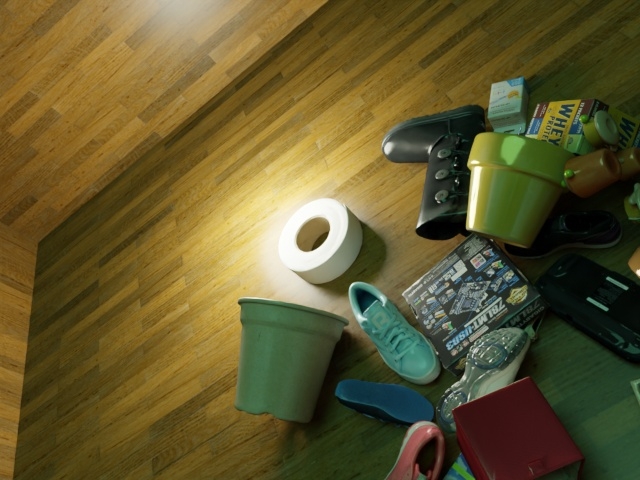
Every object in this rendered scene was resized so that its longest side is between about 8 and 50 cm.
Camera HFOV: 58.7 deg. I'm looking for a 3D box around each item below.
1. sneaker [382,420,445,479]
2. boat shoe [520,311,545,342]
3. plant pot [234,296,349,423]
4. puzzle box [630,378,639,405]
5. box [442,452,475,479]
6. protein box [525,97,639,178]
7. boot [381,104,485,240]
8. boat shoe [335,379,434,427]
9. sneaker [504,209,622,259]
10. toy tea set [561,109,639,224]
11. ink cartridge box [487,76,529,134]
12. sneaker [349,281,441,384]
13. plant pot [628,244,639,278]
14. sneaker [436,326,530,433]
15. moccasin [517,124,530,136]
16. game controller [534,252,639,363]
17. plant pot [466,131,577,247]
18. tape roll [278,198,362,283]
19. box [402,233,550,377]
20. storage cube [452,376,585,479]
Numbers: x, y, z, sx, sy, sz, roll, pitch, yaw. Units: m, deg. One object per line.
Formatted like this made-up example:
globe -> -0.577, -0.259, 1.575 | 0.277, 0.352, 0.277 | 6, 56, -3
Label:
sneaker -> 0.200, 0.563, 1.307 | 0.116, 0.136, 0.313 | 25, 73, 4
boat shoe -> 0.514, 0.223, 1.396 | 0.043, 0.049, 0.137 | 8, 61, 40
plant pot -> -0.109, 0.350, 1.636 | 0.334, 0.334, 0.305 | 0, 71, 39
puzzle box -> 0.786, 0.414, 1.033 | 0.272, 0.052, 0.408 | -24, 48, 23
box -> 0.337, 0.564, 1.293 | 0.109, 0.042, 0.178 | 31, 83, 46
protein box -> 0.667, -0.255, 1.440 | 0.201, 0.200, 0.135 | 27, 99, 69
boot -> 0.338, -0.187, 1.745 | 0.367, 0.146, 0.444 | -18, 50, 34
boat shoe -> 0.170, 0.422, 1.489 | 0.259, 0.089, 0.109 | 16, 55, 21
sneaker -> 0.598, -0.030, 1.442 | 0.284, 0.124, 0.107 | -13, 64, 33
toy tea set -> 0.679, -0.131, 1.317 | 0.124, 0.336, 0.200 | -29, 29, 51
ink cartridge box -> 0.589, -0.417, 1.784 | 0.104, 0.061, 0.181 | -6, 57, 36
sneaker -> 0.180, 0.247, 1.568 | 0.135, 0.150, 0.366 | -47, 43, 2
plant pot -> 0.783, 0.048, 1.155 | 0.203, 0.291, 0.290 | -50, 40, 22
sneaker -> 0.397, 0.335, 1.343 | 0.297, 0.129, 0.111 | -53, 32, 3
moccasin -> 0.565, -0.223, 1.609 | 0.341, 0.138, 0.117 | -57, 19, -8
game controller -> 0.661, 0.147, 1.333 | 0.166, 0.067, 0.319 | -38, 42, -10
plant pot -> 0.476, -0.116, 1.416 | 0.254, 0.254, 0.238 | 20, 93, 45
tape roll -> 0.000, 0.000, 1.929 | 0.286, 0.100, 0.286 | -21, 49, 26
box -> 0.390, 0.154, 1.486 | 0.295, 0.073, 0.293 | -43, 38, 13
storage cube -> 0.404, 0.438, 1.190 | 0.215, 0.183, 0.193 | -22, 45, -1
